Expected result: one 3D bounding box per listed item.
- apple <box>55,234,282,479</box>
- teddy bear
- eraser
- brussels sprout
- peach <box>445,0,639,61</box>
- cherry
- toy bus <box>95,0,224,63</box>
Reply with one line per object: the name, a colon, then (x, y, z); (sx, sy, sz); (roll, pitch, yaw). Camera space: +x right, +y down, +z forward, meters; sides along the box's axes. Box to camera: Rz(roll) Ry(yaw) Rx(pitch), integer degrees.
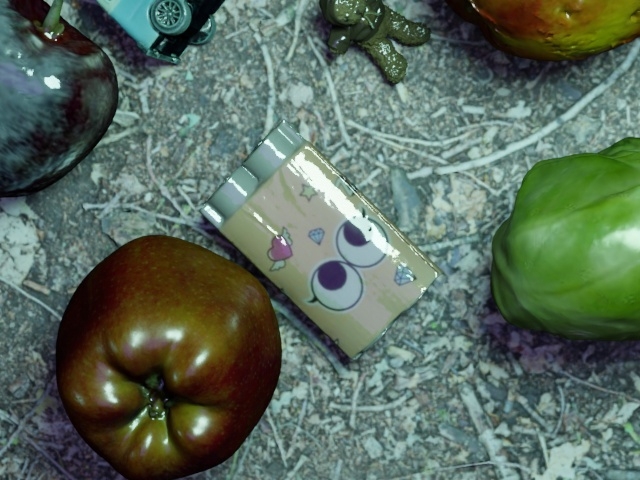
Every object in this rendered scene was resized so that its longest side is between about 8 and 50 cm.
apple: (-0.190, 0.147, 1.259); (0.288, 0.317, 0.288); (0, 110, 0)
teddy bear: (0.060, -0.285, 1.292); (0.160, 0.078, 0.119); (30, 98, -36)
eraser: (0.000, 0.000, 1.322); (0.290, 0.087, 0.171); (44, 97, 1)
brussels sprout: (0.351, 0.000, 1.164); (0.327, 0.328, 0.247); (0, 92, 7)
peach: (0.315, -0.396, 1.116); (0.416, 0.353, 0.339); (-36, 90, 6)
cherry: (-0.394, -0.197, 1.287); (0.255, 0.218, 0.296); (37, 104, -4)
toy bus: (-0.170, -0.381, 1.287); (0.164, 0.133, 0.271); (42, 101, 6)
